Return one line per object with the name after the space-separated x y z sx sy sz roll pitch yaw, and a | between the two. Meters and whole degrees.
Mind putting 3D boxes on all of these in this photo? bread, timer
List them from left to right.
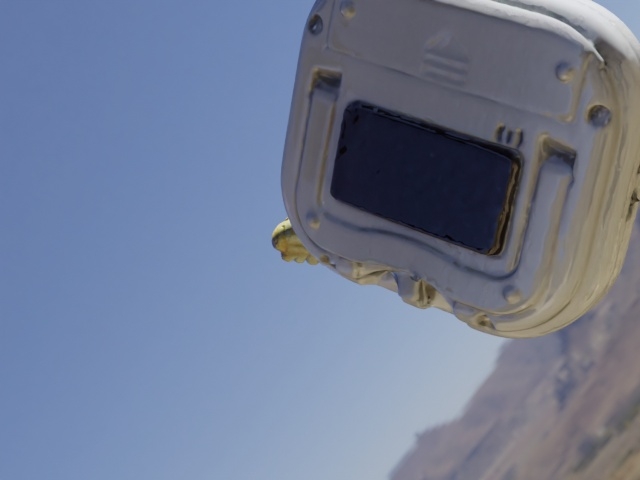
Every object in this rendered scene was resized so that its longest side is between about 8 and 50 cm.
0.000 0.000 1.420 0.034 0.088 0.049 -86 1 -51 | bread
0.092 -0.064 1.082 0.087 0.262 0.237 -19 -56 -56 | timer
